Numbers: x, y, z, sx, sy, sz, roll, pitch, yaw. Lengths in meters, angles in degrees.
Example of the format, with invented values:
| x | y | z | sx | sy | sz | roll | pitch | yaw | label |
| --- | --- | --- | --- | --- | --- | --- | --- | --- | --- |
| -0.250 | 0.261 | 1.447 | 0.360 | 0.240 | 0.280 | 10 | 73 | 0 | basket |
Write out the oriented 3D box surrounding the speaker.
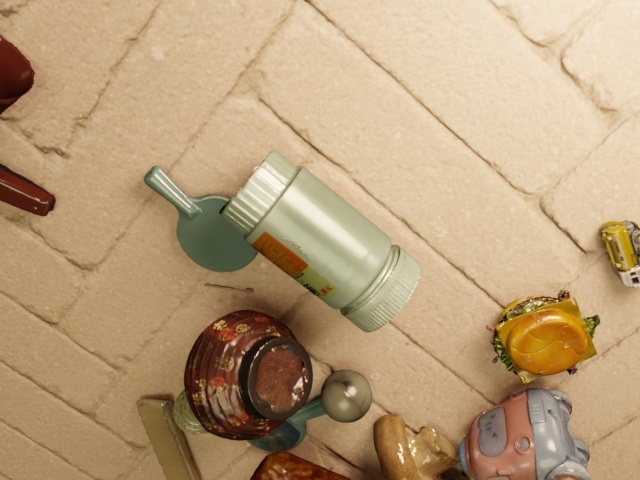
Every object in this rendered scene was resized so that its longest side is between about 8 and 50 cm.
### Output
| x | y | z | sx | sy | sz | roll | pitch | yaw | label |
| --- | --- | --- | --- | --- | --- | --- | --- | --- | --- |
| -0.589 | -0.181 | 0.837 | 0.259 | 0.198 | 0.329 | 5 | 139 | -39 | speaker |

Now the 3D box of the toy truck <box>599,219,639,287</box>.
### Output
| x | y | z | sx | sy | sz | roll | pitch | yaw | label |
| --- | --- | --- | --- | --- | --- | --- | --- | --- | --- |
| 0.520 | 0.021 | 0.830 | 0.063 | 0.052 | 0.123 | -22 | 109 | 19 | toy truck |

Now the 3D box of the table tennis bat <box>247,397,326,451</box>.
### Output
| x | y | z | sx | sy | sz | roll | pitch | yaw | label |
| --- | --- | --- | --- | --- | --- | --- | --- | --- | --- |
| -0.072 | 0.390 | 1.063 | 0.237 | 0.038 | 0.149 | -27 | 108 | 19 | table tennis bat |

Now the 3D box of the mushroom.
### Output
| x | y | z | sx | sy | sz | roll | pitch | yaw | label |
| --- | --- | --- | --- | --- | --- | --- | --- | --- | --- |
| 0.215 | 0.499 | 1.016 | 0.286 | 0.151 | 0.156 | 43 | 112 | -12 | mushroom |

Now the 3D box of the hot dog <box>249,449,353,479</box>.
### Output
| x | y | z | sx | sy | sz | roll | pitch | yaw | label |
| --- | --- | --- | --- | --- | --- | --- | --- | --- | --- |
| 0.023 | 0.591 | 1.007 | 0.388 | 0.267 | 0.174 | 22 | 113 | 10 | hot dog |

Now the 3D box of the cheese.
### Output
| x | y | z | sx | sy | sz | roll | pitch | yaw | label |
| --- | --- | --- | --- | --- | --- | --- | --- | --- | --- |
| -0.334 | 0.530 | 1.148 | 0.085 | 0.034 | 0.400 | -6 | 112 | 13 | cheese |

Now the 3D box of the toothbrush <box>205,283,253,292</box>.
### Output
| x | y | z | sx | sy | sz | roll | pitch | yaw | label |
| --- | --- | --- | --- | --- | --- | --- | --- | --- | --- |
| -0.179 | 0.093 | 0.958 | 0.097 | 0.006 | 0.008 | 7 | 113 | 3 | toothbrush |

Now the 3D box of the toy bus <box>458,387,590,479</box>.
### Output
| x | y | z | sx | sy | sz | roll | pitch | yaw | label |
| --- | --- | --- | --- | --- | --- | --- | --- | --- | --- |
| 0.401 | 0.446 | 0.960 | 0.232 | 0.197 | 0.294 | -19 | 112 | 25 | toy bus |

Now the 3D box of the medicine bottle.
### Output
| x | y | z | sx | sy | sz | roll | pitch | yaw | label |
| --- | --- | --- | --- | --- | --- | --- | --- | --- | --- |
| 0.000 | 0.000 | 0.817 | 0.318 | 0.158 | 0.158 | 39 | 112 | -11 | medicine bottle |

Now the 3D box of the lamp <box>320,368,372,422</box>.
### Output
| x | y | z | sx | sy | sz | roll | pitch | yaw | label |
| --- | --- | --- | --- | --- | --- | --- | --- | --- | --- |
| 0.051 | 0.309 | 0.976 | 0.105 | 0.105 | 0.105 | 2 | 114 | 5 | lamp |

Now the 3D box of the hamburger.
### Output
| x | y | z | sx | sy | sz | roll | pitch | yaw | label |
| --- | --- | --- | --- | --- | --- | --- | --- | --- | --- |
| 0.399 | 0.166 | 0.883 | 0.190 | 0.093 | 0.164 | -13 | 114 | 13 | hamburger |

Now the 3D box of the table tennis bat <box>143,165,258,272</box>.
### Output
| x | y | z | sx | sy | sz | roll | pitch | yaw | label |
| --- | --- | --- | --- | --- | --- | --- | --- | --- | --- |
| -0.217 | -0.039 | 0.890 | 0.153 | 0.040 | 0.244 | -40 | 108 | 19 | table tennis bat |

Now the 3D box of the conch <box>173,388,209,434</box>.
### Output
| x | y | z | sx | sy | sz | roll | pitch | yaw | label |
| --- | --- | --- | --- | --- | --- | --- | --- | --- | --- |
| -0.230 | 0.349 | 1.017 | 0.135 | 0.153 | 0.102 | 29 | 88 | 3 | conch |

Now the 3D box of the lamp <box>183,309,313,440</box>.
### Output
| x | y | z | sx | sy | sz | roll | pitch | yaw | label |
| --- | --- | --- | --- | --- | --- | --- | --- | --- | --- |
| -0.138 | 0.246 | 0.909 | 0.247 | 0.247 | 0.247 | 2 | 114 | 5 | lamp |
